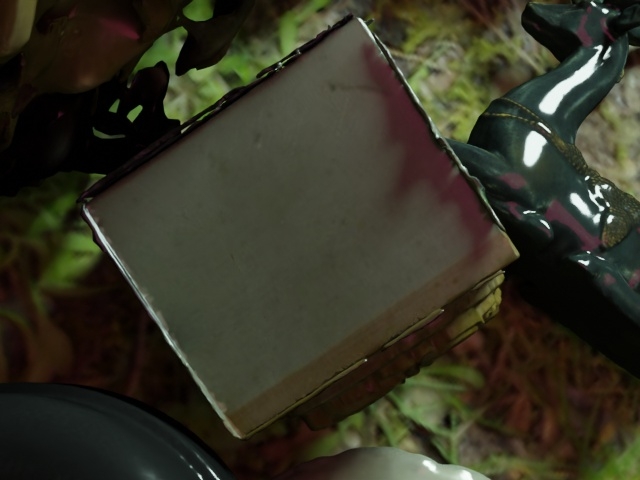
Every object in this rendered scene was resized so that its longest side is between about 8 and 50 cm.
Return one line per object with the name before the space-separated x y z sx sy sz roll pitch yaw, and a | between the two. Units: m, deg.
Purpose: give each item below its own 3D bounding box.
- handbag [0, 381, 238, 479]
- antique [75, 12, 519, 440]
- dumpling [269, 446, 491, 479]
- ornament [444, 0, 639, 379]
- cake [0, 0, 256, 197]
handbag | -0.133 0.208 0.498 0.254 0.093 0.308 -3 76 14
antique | 0.000 0.000 0.574 0.147 0.152 0.148 -33 88 4
dumpling | 0.044 0.211 0.568 0.162 0.132 0.250 -18 67 -9
ornament | 0.186 -0.066 0.693 0.202 0.080 0.236 38 71 1
cake | -0.145 -0.151 0.552 0.332 0.332 0.321 15 114 -11
